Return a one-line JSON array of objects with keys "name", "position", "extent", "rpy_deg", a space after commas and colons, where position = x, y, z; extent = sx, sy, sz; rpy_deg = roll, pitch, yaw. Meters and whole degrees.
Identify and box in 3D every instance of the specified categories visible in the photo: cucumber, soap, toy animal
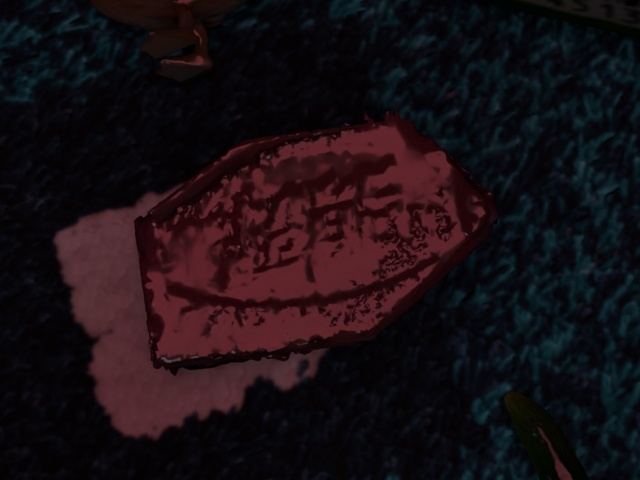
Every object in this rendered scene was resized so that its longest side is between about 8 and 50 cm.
[{"name": "cucumber", "position": [0.196, 0.193, 1.276], "extent": [0.039, 0.039, 0.168], "rpy_deg": [-25, 81, -1]}, {"name": "soap", "position": [0.000, 0.000, 1.276], "extent": [0.289, 0.112, 0.182], "rpy_deg": [-8, 85, 0]}, {"name": "toy animal", "position": [-0.105, -0.231, 1.328], "extent": [0.188, 0.089, 0.179], "rpy_deg": [-10, 67, 7]}]

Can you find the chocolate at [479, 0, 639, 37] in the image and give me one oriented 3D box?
[{"name": "chocolate", "position": [0.306, -0.333, 1.259], "extent": [0.360, 0.161, 0.341], "rpy_deg": [14, 80, 11]}]
